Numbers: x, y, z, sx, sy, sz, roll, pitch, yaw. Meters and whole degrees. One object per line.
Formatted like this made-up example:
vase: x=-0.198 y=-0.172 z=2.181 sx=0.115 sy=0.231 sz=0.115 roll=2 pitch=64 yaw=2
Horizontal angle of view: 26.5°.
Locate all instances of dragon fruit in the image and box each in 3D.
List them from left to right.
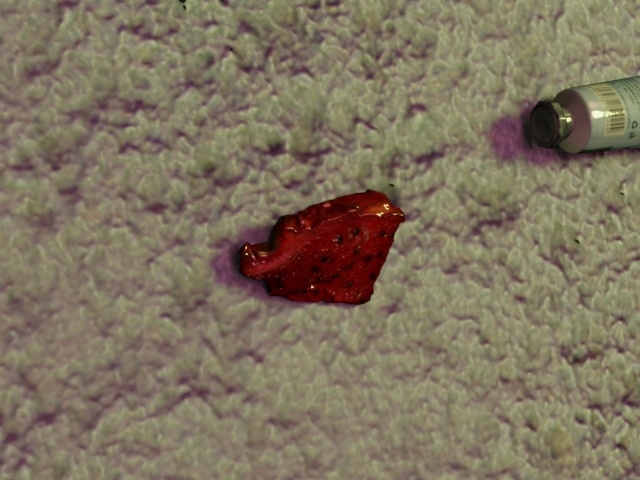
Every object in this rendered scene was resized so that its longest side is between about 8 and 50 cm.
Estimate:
dragon fruit: x=0.002 y=0.000 z=1.102 sx=0.131 sy=0.063 sz=0.097 roll=4 pitch=81 yaw=-23

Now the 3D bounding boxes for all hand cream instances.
hand cream: x=0.315 y=-0.120 z=1.264 sx=0.271 sy=0.058 sz=0.091 roll=-10 pitch=76 yaw=-28
